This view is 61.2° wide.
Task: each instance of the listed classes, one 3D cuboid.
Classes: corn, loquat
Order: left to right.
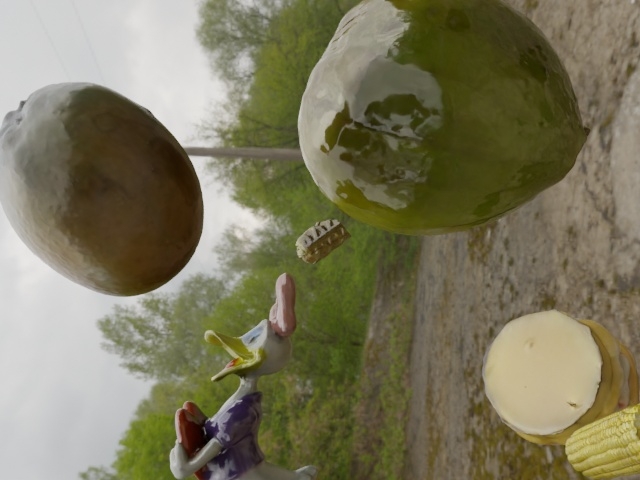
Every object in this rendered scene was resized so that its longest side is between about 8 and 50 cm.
[{"bbox_3d":[-0.207,-0.045,0.527,0.227,0.179,0.179,80,-166,-52],"label":"loquat"},{"bbox_3d":[0.414,0.284,0.751,0.248,0.081,0.081,85,-170,-62],"label":"corn"}]

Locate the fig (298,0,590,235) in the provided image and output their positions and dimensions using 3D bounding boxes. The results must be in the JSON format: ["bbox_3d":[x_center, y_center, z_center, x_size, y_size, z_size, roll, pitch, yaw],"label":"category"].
[{"bbox_3d":[0.153,-0.155,0.702,0.343,0.343,0.343,4,-90,-86],"label":"fig"}]

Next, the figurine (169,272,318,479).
[{"bbox_3d":[-0.098,0.259,0.723,0.154,0.193,0.420,112,159,-75],"label":"figurine"}]

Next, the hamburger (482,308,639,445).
[{"bbox_3d":[0.498,0.284,1.080,0.276,0.237,0.276,-40,37,39],"label":"hamburger"}]

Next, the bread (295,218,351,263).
[{"bbox_3d":[0.000,0.000,1.085,0.066,0.110,0.060,53,177,0],"label":"bread"}]
